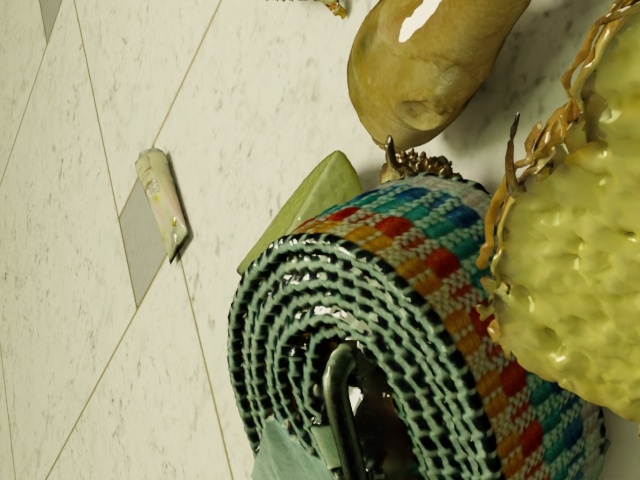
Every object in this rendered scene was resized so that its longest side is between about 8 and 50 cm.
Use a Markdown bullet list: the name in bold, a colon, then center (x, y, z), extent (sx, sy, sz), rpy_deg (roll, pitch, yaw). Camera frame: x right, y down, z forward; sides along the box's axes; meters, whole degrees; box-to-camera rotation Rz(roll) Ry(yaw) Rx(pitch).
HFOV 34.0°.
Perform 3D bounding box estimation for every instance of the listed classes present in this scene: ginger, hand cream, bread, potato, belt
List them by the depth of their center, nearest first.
- **bread**: center (0.167, -0.040, 0.405), extent (0.160, 0.147, 0.260), rpy_deg (26, 141, 13)
- **ginger**: center (0.114, -0.211, 0.612), extent (0.348, 0.122, 0.363), rpy_deg (-134, 63, -70)
- **belt**: center (0.052, 0.097, 0.625), extent (0.207, 0.150, 0.257), rpy_deg (5, 115, 45)
- **potato**: center (0.000, 0.000, 0.888), extent (0.120, 0.081, 0.149), rpy_deg (-57, 11, -9)
- **hand cream**: center (-0.187, -0.045, 1.233), extent (0.061, 0.039, 0.143), rpy_deg (-52, 49, 42)

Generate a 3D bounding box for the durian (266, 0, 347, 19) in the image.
- **durian**: center (-0.030, -0.282, 0.933), extent (0.208, 0.102, 0.146), rpy_deg (54, 139, 16)

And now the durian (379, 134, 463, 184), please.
- **durian**: center (0.075, -0.013, 0.724), extent (0.110, 0.071, 0.140), rpy_deg (35, 139, 55)
